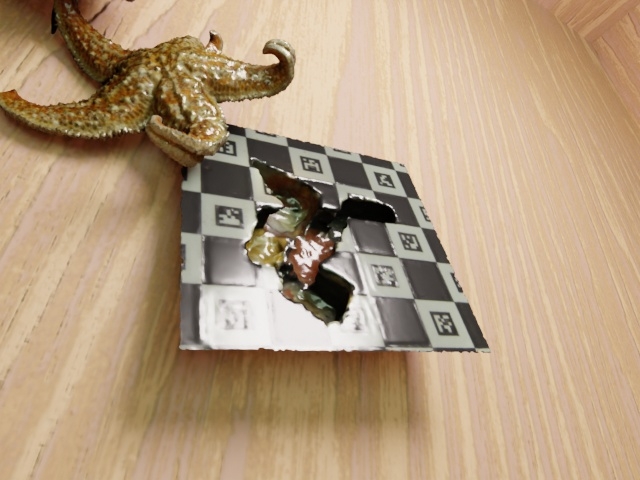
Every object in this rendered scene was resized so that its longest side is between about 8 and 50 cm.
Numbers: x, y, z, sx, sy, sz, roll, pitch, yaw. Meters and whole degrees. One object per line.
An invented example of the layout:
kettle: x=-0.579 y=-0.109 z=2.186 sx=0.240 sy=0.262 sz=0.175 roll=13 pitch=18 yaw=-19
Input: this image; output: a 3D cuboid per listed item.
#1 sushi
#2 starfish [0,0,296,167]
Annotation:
sushi: x=0.000 y=0.000 z=0.541 sx=0.359 sy=0.064 sz=0.343 roll=7 pitch=47 yaw=-24
starfish: x=-0.199 y=-0.213 z=0.515 sx=0.303 sy=0.113 sz=0.312 roll=25 pitch=50 yaw=6
